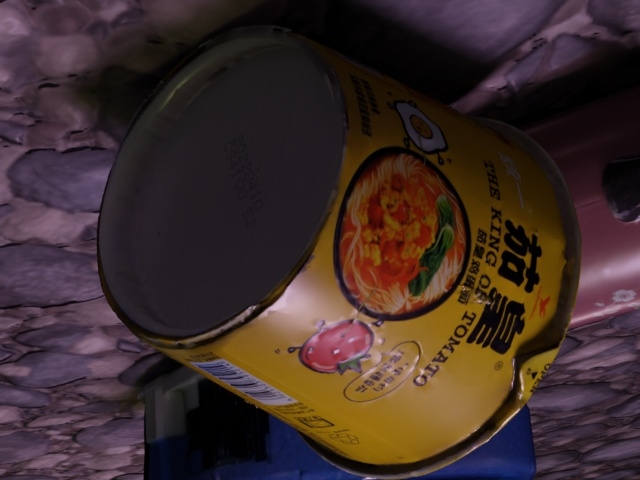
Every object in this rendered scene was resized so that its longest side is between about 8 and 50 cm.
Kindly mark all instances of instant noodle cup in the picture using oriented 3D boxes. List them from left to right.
[{"bbox_3d":[0.000,0.000,0.534,0.182,0.182,0.144,-25,144,32],"label":"instant noodle cup"}]

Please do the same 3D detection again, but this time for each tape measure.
[{"bbox_3d":[0.019,0.135,0.887,0.259,0.138,0.262,2,155,-26],"label":"tape measure"}]

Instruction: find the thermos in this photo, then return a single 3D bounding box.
[{"bbox_3d":[0.209,-0.047,0.572,0.330,0.109,0.136,-19,142,23],"label":"thermos"}]
